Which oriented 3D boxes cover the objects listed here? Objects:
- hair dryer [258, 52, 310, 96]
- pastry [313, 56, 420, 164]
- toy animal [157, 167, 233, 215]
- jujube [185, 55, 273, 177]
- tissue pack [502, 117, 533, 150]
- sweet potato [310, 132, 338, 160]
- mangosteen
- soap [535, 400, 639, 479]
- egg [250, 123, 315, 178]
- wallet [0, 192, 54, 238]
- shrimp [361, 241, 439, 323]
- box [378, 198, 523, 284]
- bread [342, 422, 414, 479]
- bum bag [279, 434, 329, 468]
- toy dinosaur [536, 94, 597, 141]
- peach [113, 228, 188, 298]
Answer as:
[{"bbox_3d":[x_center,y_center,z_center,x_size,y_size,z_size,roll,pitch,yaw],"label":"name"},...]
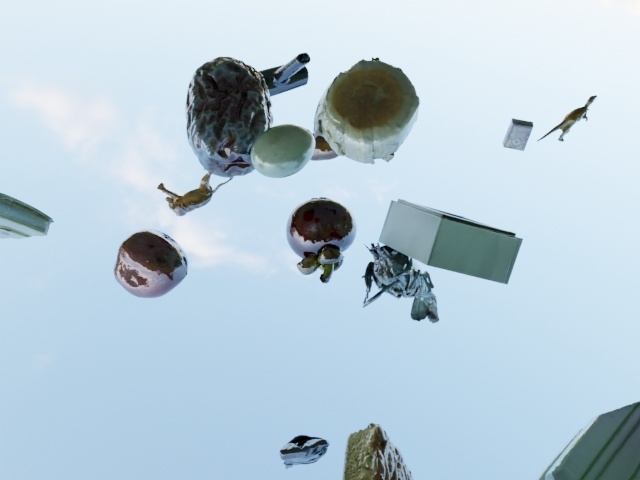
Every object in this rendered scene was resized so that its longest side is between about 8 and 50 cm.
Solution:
[{"bbox_3d":[-0.100,-0.525,1.648,0.197,0.089,0.251,-24,-171,-27],"label":"hair dryer"},{"bbox_3d":[0.070,-0.197,0.802,0.166,0.088,0.166,-2,-109,4],"label":"pastry"},{"bbox_3d":[-0.360,-0.138,1.566,0.255,0.116,0.114,-19,-109,15],"label":"toy animal"},{"bbox_3d":[-0.230,-0.313,1.348,0.226,0.226,0.317,-4,-119,-14],"label":"jujube"},{"bbox_3d":[0.561,-0.301,1.495,0.063,0.083,0.035,12,-138,8],"label":"tissue pack"},{"bbox_3d":[-0.017,-0.365,2.037,0.359,0.112,0.112,6,-150,35],"label":"sweet potato"},{"bbox_3d":[0.000,0.000,1.568,0.215,0.215,0.257,3,-103,-6],"label":"mangosteen"},{"bbox_3d":[0.527,0.420,0.910,0.347,0.115,0.208,-23,-124,-37],"label":"soap"},{"bbox_3d":[-0.082,-0.199,1.167,0.152,0.114,0.114,-29,-134,-13],"label":"egg"},{"bbox_3d":[-0.474,-0.037,0.763,0.155,0.110,0.039,-2,-111,34],"label":"wallet"},{"bbox_3d":[0.209,0.112,1.361,0.221,0.166,0.410,5,170,34],"label":"shrimp"},{"bbox_3d":[0.294,-0.004,1.213,0.225,0.117,0.225,13,-172,-24],"label":"box"},{"bbox_3d":[0.123,0.539,1.067,0.114,0.185,0.274,-22,-158,16],"label":"bread"},{"bbox_3d":[-0.028,0.373,0.938,0.087,0.197,0.049,-14,-115,-6],"label":"bum bag"},{"bbox_3d":[0.661,-0.324,1.402,0.162,0.126,0.039,-15,-130,-29],"label":"toy dinosaur"},{"bbox_3d":[-0.353,0.053,1.124,0.152,0.152,0.152,4,-144,-3],"label":"peach"}]
